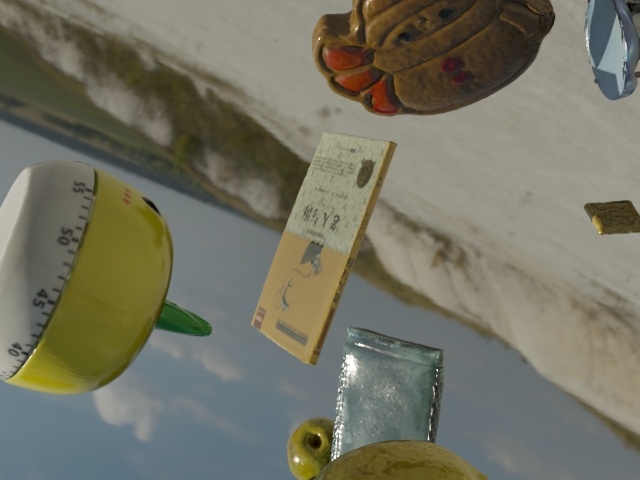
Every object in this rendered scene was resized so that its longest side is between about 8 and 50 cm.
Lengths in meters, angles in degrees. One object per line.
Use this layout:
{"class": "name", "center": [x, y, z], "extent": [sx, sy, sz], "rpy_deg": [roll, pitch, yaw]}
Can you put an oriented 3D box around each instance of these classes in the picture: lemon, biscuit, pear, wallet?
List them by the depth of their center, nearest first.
{"class": "lemon", "center": [0.116, 0.420, 1.437], "extent": [0.322, 0.268, 0.268], "rpy_deg": [-7, 180, -1]}
{"class": "biscuit", "center": [0.166, -0.320, 1.533], "extent": [0.359, 0.074, 0.381], "rpy_deg": [-25, 147, 22]}
{"class": "biscuit", "center": [0.476, -0.037, 1.603], "extent": [0.083, 0.018, 0.081], "rpy_deg": [-4, -142, -5]}
{"class": "wallet", "center": [0.133, 0.356, 1.956], "extent": [0.237, 0.342, 0.075], "rpy_deg": [11, -172, 40]}
{"class": "pear", "center": [0.001, 0.453, 2.118], "extent": [0.149, 0.149, 0.162], "rpy_deg": [23, 155, 19]}

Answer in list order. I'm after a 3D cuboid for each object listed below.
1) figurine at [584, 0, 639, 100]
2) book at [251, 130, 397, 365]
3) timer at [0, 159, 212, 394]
{"class": "figurine", "center": [0.642, -0.382, 1.639], "extent": [0.388, 0.248, 0.276], "rpy_deg": [-11, 168, 1]}
{"class": "book", "center": [0.000, 0.000, 1.711], "extent": [0.032, 0.389, 0.269], "rpy_deg": [20, 180, -26]}
{"class": "timer", "center": [-0.251, 0.061, 1.146], "extent": [0.285, 0.285, 0.285], "rpy_deg": [23, 180, 0]}
